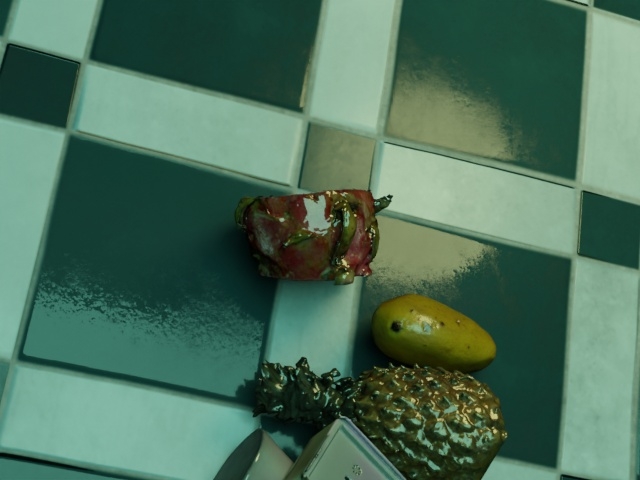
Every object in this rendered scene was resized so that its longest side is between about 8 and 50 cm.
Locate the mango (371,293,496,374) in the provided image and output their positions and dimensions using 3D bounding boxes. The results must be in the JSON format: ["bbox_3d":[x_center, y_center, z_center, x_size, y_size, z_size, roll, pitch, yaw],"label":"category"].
[{"bbox_3d":[0.177,0.149,1.823,0.227,0.147,0.109,19,86,-33],"label":"mango"}]

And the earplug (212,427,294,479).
[{"bbox_3d":[-0.013,0.423,1.671,0.301,0.172,0.172,36,66,-10],"label":"earplug"}]

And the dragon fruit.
[{"bbox_3d":[0.000,0.000,1.785,0.282,0.211,0.147,-1,85,-35],"label":"dragon fruit"}]

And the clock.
[{"bbox_3d":[0.050,0.358,1.611,0.192,0.071,0.147,47,36,-6],"label":"clock"}]

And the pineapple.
[{"bbox_3d":[0.078,0.262,1.729,0.362,0.202,0.202,15,68,-3],"label":"pineapple"}]
